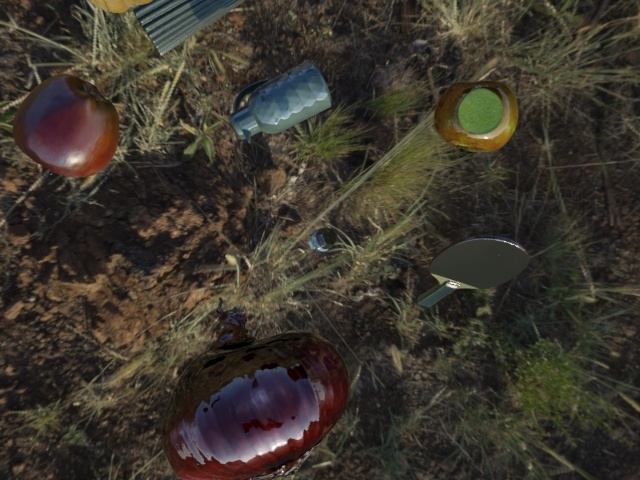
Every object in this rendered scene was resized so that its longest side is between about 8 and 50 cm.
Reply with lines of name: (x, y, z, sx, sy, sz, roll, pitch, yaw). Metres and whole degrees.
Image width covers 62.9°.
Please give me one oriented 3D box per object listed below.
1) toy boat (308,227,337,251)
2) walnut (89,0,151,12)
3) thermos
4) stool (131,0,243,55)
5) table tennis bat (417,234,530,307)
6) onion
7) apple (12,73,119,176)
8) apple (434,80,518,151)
toy boat: (0.000, 0.000, 1.322, 0.066, 0.140, 0.059, -21, 91, 19)
walnut: (-0.424, -0.600, 1.073, 0.257, 0.257, 0.224, 20, 59, -7)
thermos: (-0.126, -0.397, 1.490, 0.287, 0.145, 0.182, -26, 63, 1)
stool: (-0.427, -0.777, 1.597, 0.330, 0.297, 0.297, -30, 96, -4)
table tennis bat: (0.262, 0.064, 0.968, 0.154, 0.274, 0.021, 18, 56, -15)
onion: (-0.101, 0.200, 0.740, 0.273, 0.273, 0.285, -22, 77, -4)
apple: (-0.577, -0.255, 1.202, 0.234, 0.234, 0.233, 0, 94, -6)
apple: (0.221, -0.179, 0.745, 0.114, 0.099, 0.102, 13, 95, 11)
